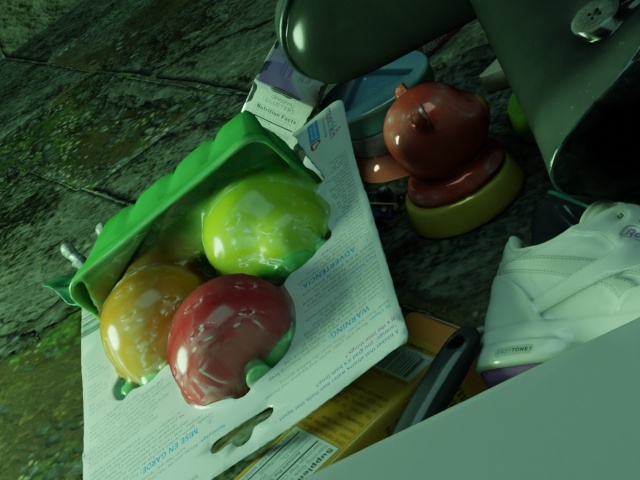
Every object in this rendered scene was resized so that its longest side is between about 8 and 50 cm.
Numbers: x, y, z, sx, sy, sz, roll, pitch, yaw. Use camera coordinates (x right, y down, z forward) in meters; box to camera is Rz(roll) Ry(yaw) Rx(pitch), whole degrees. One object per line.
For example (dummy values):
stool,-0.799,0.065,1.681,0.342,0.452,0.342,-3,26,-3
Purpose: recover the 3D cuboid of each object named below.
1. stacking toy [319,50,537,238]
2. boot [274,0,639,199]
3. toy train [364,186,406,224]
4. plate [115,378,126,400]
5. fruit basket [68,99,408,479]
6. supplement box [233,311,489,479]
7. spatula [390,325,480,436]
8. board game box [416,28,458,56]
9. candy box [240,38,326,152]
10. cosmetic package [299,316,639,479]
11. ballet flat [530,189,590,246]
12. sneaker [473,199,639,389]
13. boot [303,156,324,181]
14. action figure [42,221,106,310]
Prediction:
stacking toy,0.146,-0.160,1.373,0.279,0.130,0.309,-35,26,-7
boot,0.153,-0.168,1.117,0.367,0.146,0.445,-40,39,15
toy train,0.002,-0.032,1.282,0.158,0.036,0.027,0,-7,9
plate,-0.126,0.105,1.317,0.188,0.024,0.188,-25,27,14
fruit basket,-0.075,0.067,1.131,0.327,0.165,0.353,-38,38,16
supplement box,0.026,0.159,0.995,0.233,0.078,0.080,-41,30,-18
spatula,0.041,0.187,0.924,0.084,0.030,0.296,8,66,52
board game box,0.159,-0.313,1.752,0.281,0.027,0.145,-44,30,-25
candy box,-0.054,-0.114,1.444,0.165,0.070,0.196,-68,3,-58
cosmetic package,0.063,0.232,0.651,0.453,0.230,0.161,-28,26,9
ballet flat,0.240,0.013,1.047,0.074,0.074,0.203,-43,34,-22
sneaker,0.240,0.025,0.914,0.305,0.114,0.152,-11,57,35
boot,0.000,0.000,1.333,0.069,0.086,0.190,12,67,12
action figure,-0.230,0.045,1.502,0.137,0.063,0.232,-33,29,-11
